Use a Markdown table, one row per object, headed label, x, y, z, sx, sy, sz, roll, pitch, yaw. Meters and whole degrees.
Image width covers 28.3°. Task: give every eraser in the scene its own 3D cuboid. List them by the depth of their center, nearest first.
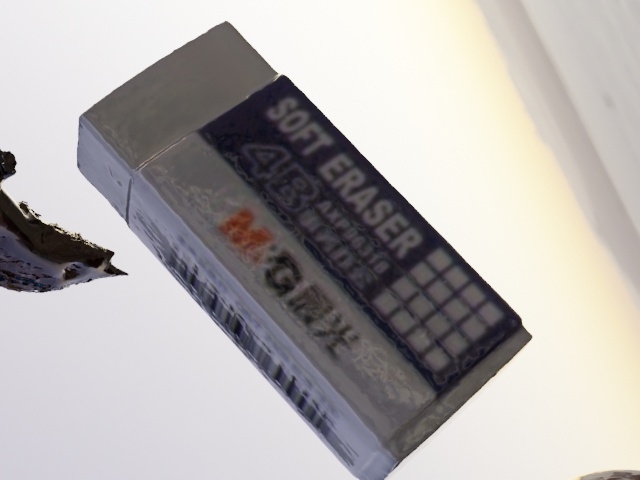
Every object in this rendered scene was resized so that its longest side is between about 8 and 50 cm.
| label | x | y | z | sx | sy | sz | roll | pitch | yaw |
| --- | --- | --- | --- | --- | --- | --- | --- | --- | --- |
| eraser | -0.015 | 0.005 | 0.771 | 0.279 | 0.124 | 0.081 | 47 | 156 | 12 |

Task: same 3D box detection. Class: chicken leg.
| label | x | y | z | sx | sy | sz | roll | pitch | yaw |
| --- | --- | --- | --- | --- | --- | --- | --- | --- | --- |
| chicken leg | -0.245 | -0.013 | 0.969 | 0.234 | 0.105 | 0.063 | 51 | -139 | -54 |

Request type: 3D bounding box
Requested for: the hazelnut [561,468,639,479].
| label | x | y | z | sx | sy | sz | roll | pitch | yaw |
| --- | --- | --- | --- | --- | --- | --- | --- | --- | --- |
| hazelnut | 0.346 | 0.418 | 1.295 | 0.359 | 0.409 | 0.359 | -51 | -29 | -44 |
